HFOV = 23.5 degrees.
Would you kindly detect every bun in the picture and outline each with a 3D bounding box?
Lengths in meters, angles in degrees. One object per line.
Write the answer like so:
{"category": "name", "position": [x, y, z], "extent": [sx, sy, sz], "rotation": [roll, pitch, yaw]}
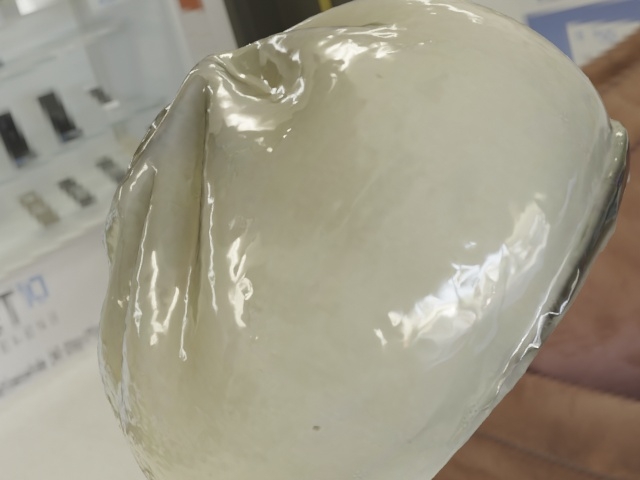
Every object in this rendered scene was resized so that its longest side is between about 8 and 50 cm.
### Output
{"category": "bun", "position": [0.000, 0.000, 0.446], "extent": [0.173, 0.120, 0.173], "rotation": [-52, 4, 6]}
